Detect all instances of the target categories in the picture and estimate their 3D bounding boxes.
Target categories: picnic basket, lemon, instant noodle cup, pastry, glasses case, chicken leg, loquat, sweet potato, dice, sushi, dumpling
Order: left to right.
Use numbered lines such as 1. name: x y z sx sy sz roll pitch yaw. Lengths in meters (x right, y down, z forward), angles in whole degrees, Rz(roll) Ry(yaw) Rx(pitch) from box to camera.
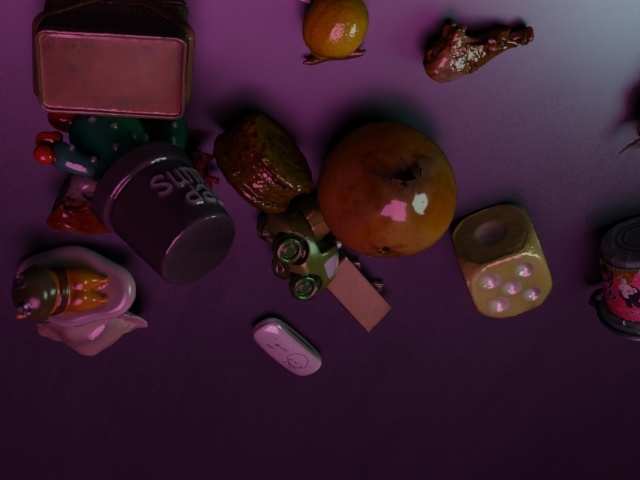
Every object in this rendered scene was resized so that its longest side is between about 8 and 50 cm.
1. dumpling: -0.478 0.181 2.012 0.215 0.126 0.166 -32 151 2
2. picnic basket: -0.345 -0.307 1.591 0.266 0.139 0.165 1 130 -8
3. sushi: -0.353 -0.093 1.781 0.332 0.130 0.124 -5 149 3
4. pastry: -0.103 -0.139 1.732 0.103 0.189 0.188 -39 124 21
5. glasses case: -0.074 0.241 2.145 0.076 0.049 0.197 -32 126 18
6. sweet potato: 0.025 -0.330 1.695 0.115 0.026 0.026 -10 131 8
7. lemon: 0.024 -0.363 1.611 0.109 0.109 0.133 18 117 -21
8. glasses case: 0.073 0.097 2.043 0.102 0.070 0.193 -46 123 -5
9. loquat: 0.125 -0.090 1.779 0.263 0.263 0.263 -4 130 -4
10. chicken leg: 0.277 -0.347 1.681 0.207 0.085 0.101 -18 119 -3
11. dice: 0.372 0.043 1.957 0.169 0.166 0.169 -20 129 10
12. instant noodle cup: 0.688 0.061 1.981 0.302 0.258 0.182 -4 121 34

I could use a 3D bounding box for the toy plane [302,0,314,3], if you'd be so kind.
1. toy plane: -0.013 -0.494 1.501 0.182 0.107 0.273 30 125 -22

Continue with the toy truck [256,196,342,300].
1. toy truck: -0.019 -0.004 1.897 0.210 0.148 0.187 -41 122 0

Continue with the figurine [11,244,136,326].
1. figurine: -0.502 0.094 1.862 0.249 0.141 0.167 -2 91 5

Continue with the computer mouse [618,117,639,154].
1. computer mouse: 0.730 -0.273 1.778 0.389 0.115 0.199 -31 138 31

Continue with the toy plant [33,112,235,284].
1. toy plant: -0.307 -0.112 1.624 0.279 0.400 0.185 -33 151 -20
